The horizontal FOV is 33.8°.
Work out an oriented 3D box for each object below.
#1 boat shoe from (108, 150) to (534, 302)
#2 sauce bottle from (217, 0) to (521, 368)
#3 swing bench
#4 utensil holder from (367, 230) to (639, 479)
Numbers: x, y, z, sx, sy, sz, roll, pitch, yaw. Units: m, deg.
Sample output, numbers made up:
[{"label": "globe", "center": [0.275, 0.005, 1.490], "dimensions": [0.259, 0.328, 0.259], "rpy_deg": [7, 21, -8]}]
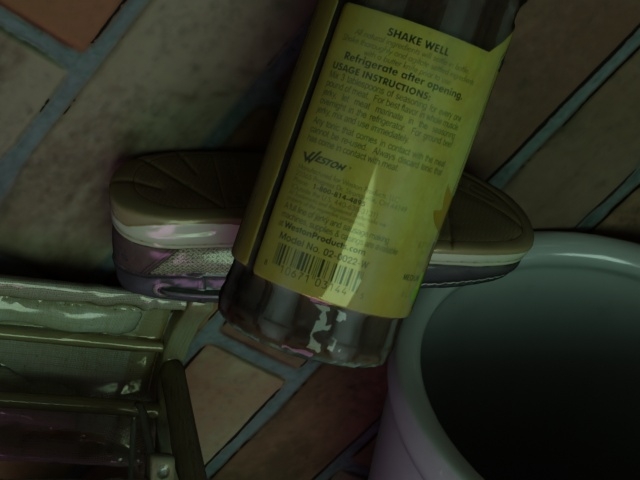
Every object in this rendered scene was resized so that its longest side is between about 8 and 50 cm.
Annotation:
[{"label": "boat shoe", "center": [0.000, 0.000, 0.712], "dimensions": [0.285, 0.103, 0.092], "rpy_deg": [2, 131, -15]}, {"label": "sauce bottle", "center": [0.046, -0.103, 0.580], "dimensions": [0.111, 0.111, 0.344], "rpy_deg": [16, 100, -28]}, {"label": "swing bench", "center": [-0.203, 0.157, 0.679], "dimensions": [0.253, 0.255, 0.165], "rpy_deg": [8, 140, -22]}, {"label": "utensil holder", "center": [0.181, 0.242, 0.814], "dimensions": [0.327, 0.327, 0.385], "rpy_deg": [-2, 129, -17]}]
